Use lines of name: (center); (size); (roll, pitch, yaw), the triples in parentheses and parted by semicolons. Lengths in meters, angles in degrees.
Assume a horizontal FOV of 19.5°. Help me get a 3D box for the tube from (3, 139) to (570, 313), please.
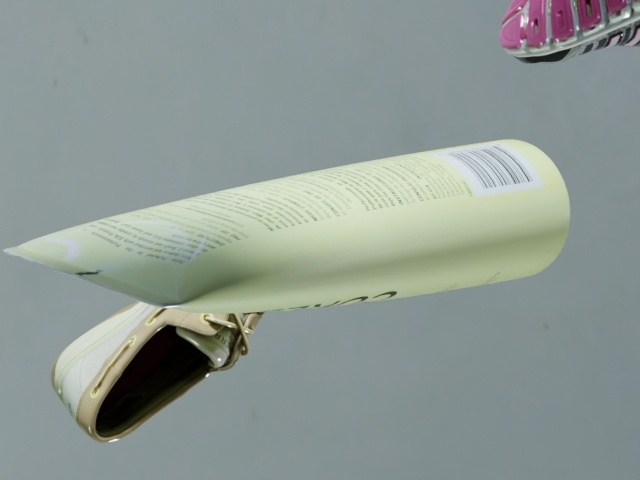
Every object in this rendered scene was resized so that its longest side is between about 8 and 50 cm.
tube: (0.000, 0.000, 0.728); (0.240, 0.062, 0.070); (-9, 156, -45)

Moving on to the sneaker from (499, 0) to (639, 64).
sneaker: (0.189, -0.134, 1.104); (0.170, 0.063, 0.075); (-19, 141, 32)

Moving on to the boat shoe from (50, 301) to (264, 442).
boat shoe: (-0.050, 0.037, 0.783); (0.135, 0.045, 0.050); (-41, 131, 5)
